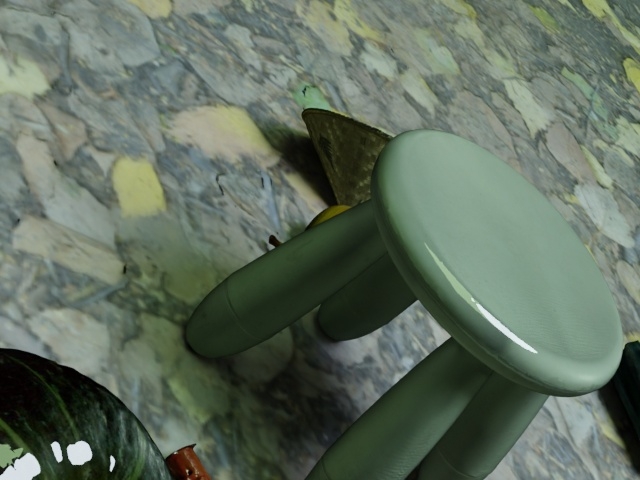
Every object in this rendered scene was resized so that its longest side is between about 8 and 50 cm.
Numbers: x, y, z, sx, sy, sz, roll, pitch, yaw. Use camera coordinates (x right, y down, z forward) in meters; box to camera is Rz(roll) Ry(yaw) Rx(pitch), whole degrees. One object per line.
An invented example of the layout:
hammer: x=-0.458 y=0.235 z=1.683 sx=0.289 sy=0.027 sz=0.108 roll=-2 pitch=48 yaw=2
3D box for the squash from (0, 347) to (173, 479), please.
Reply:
squash: x=-0.143 y=0.139 z=0.561 sx=0.193 sy=0.156 sz=0.193 roll=54 pitch=18 yaw=-27

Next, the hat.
hat: x=0.035 y=-0.043 z=1.101 sx=0.146 sy=0.067 sz=0.146 roll=26 pitch=-8 yaw=4

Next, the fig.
fig: x=0.000 y=0.000 z=1.017 sx=0.083 sy=0.050 sz=0.050 roll=-10 pitch=59 yaw=-35

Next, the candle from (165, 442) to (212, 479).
candle: x=-0.039 y=0.188 z=0.758 sx=0.167 sy=0.021 sz=0.026 roll=55 pitch=11 yaw=18

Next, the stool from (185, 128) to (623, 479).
stool: x=0.055 y=0.059 z=0.858 sx=0.195 sy=0.199 sz=0.195 roll=0 pitch=54 yaw=-54

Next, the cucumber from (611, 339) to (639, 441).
cucumber: x=0.305 y=0.152 z=1.189 sx=0.116 sy=0.062 sz=0.115 roll=24 pitch=37 yaw=-45
